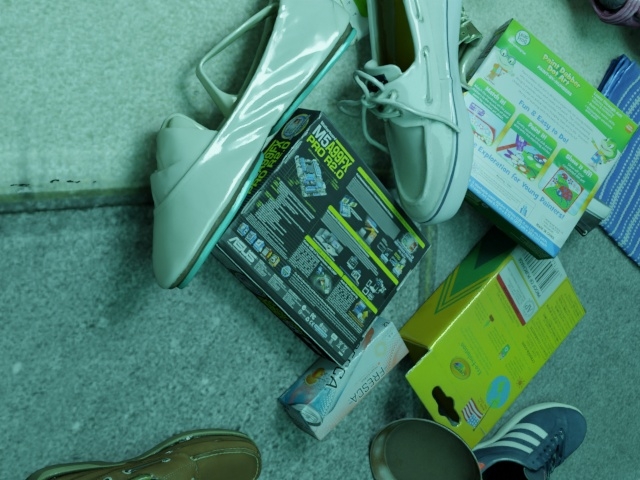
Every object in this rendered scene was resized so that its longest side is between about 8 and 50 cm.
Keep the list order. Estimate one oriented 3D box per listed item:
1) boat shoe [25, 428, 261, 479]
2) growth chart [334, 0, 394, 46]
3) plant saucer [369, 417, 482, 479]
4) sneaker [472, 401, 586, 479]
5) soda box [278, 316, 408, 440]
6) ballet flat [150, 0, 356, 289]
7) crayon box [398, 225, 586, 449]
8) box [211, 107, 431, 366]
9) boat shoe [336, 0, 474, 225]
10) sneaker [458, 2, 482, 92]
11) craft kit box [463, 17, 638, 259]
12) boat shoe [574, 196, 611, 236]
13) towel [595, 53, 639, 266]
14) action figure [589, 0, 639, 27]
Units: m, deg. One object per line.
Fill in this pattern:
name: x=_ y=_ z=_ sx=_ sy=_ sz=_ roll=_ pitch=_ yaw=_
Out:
boat shoe: x=-0.191 y=0.306 z=1.063 sx=0.307 sy=0.104 sz=0.111 roll=-8 pitch=105 yaw=-33
growth chart: x=0.036 y=-0.370 z=1.130 sx=0.172 sy=0.021 sz=0.237 roll=-47 pitch=123 yaw=-18
plant saucer: x=0.153 y=0.323 z=1.289 sx=0.029 sy=0.168 sz=0.169 roll=-38 pitch=124 yaw=-57
sneaker: x=0.325 y=0.363 z=1.409 sx=0.350 sy=0.148 sz=0.131 roll=-17 pitch=109 yaw=-31
soda box: x=0.034 y=0.182 z=1.223 sx=0.183 sy=0.058 sz=0.063 roll=-42 pitch=121 yaw=-21
ballet flat: x=-0.108 y=-0.135 z=1.030 sx=0.139 sy=0.139 sz=0.400 roll=43 pitch=71 yaw=-33
crayon box: x=0.247 y=0.142 z=1.349 sx=0.318 sy=0.081 sz=0.202 roll=-45 pitch=121 yaw=-20
box: x=0.000 y=0.000 z=1.160 sx=0.216 sy=0.060 sz=0.270 roll=-53 pitch=124 yaw=-15
boat shoe: x=0.096 y=-0.195 z=1.117 sx=0.156 sy=0.135 sz=0.367 roll=-9 pitch=104 yaw=-36
sneaker: x=0.181 y=-0.285 z=1.201 sx=0.064 sy=0.086 sz=0.192 roll=-4 pitch=104 yaw=-54
craft kit box: x=0.292 y=-0.143 z=1.278 sx=0.250 sy=0.061 sz=0.247 roll=38 pitch=79 yaw=-8
boat shoe: x=0.348 y=-0.068 z=1.384 sx=0.228 sy=0.080 sz=0.076 roll=23 pitch=110 yaw=-32
towel: x=0.537 y=-0.124 z=1.522 sx=0.336 sy=0.040 sz=0.243 roll=37 pitch=79 yaw=-35
action figure: x=0.502 y=-0.373 z=1.386 sx=0.370 sy=0.248 sz=0.276 roll=-2 pitch=128 yaw=-36
